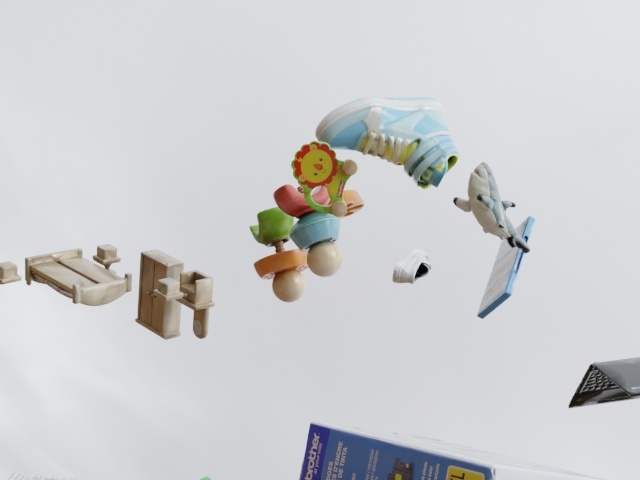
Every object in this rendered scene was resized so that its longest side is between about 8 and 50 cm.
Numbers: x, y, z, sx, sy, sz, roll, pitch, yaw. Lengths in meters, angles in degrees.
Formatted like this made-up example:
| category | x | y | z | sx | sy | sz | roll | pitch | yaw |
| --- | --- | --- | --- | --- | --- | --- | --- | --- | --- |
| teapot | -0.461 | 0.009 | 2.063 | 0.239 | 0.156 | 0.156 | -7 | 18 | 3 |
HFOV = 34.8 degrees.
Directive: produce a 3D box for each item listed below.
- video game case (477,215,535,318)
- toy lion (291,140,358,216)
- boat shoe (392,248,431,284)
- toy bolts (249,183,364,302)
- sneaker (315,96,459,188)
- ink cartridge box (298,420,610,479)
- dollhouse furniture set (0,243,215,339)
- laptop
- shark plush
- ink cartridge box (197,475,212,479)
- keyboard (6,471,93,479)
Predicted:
| category | x | y | z | sx | sy | sz | roll | pitch | yaw |
| --- | --- | --- | --- | --- | --- | --- | --- | --- | --- |
| video game case | 0.329 | 0.048 | 1.810 | 0.015 | 0.166 | 0.119 | 27 | -29 | -5 |
| toy lion | 0.002 | -0.093 | 1.494 | 0.096 | 0.100 | 0.034 | 14 | 8 | -2 |
| boat shoe | 0.228 | 0.065 | 2.416 | 0.063 | 0.184 | 0.066 | 14 | -78 | 22 |
| toy bolts | 0.000 | 0.000 | 1.731 | 0.228 | 0.218 | 0.158 | 125 | -51 | -70 |
| sneaker | 0.160 | -0.198 | 2.184 | 0.127 | 0.319 | 0.208 | 115 | -42 | -53 |
| ink cartridge box | 0.153 | 0.346 | 1.377 | 0.270 | 0.151 | 0.395 | 17 | -8 | -40 |
| dollhouse furniture set | -0.452 | 0.144 | 2.133 | 0.303 | 0.355 | 0.174 | 22 | -67 | 42 |
| laptop | 0.644 | 0.296 | 1.983 | 0.264 | 0.234 | 0.136 | 98 | -17 | -51 |
| shark plush | 0.285 | -0.044 | 1.600 | 0.161 | 0.067 | 0.073 | 45 | -23 | -6 |
| ink cartridge box | -0.245 | 0.632 | 2.214 | 0.208 | 0.153 | 0.087 | 40 | -57 | 27 |
| keyboard | -0.513 | 0.501 | 2.079 | 0.256 | 0.072 | 0.014 | 6 | -74 | 2 |
